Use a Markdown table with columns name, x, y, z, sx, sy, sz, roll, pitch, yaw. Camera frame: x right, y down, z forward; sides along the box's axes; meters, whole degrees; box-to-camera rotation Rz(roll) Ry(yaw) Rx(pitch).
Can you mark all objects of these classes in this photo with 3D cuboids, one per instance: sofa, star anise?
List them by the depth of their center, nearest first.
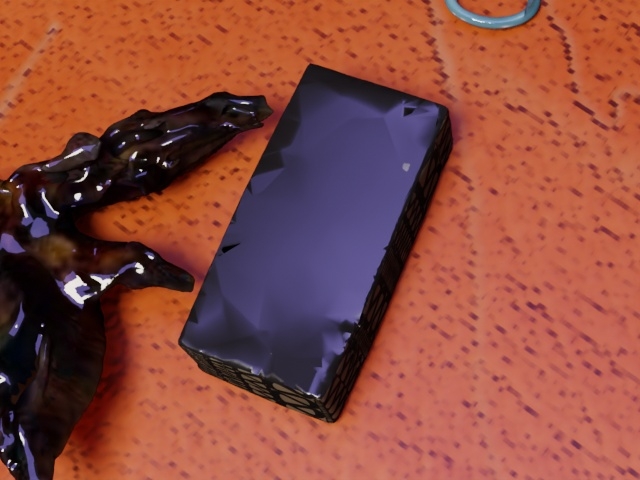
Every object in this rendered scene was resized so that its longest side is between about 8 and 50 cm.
| name | x | y | z | sx | sy | sz | roll | pitch | yaw |
| --- | --- | --- | --- | --- | --- | --- | --- | --- | --- |
| sofa | 0.000 | 0.000 | 0.489 | 0.060 | 0.039 | 0.118 | 20 | 75 | 13 |
| star anise | -0.123 | 0.021 | 0.493 | 0.212 | 0.053 | 0.157 | -1 | 70 | 6 |

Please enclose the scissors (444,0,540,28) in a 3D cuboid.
| name | x | y | z | sx | sy | sz | roll | pitch | yaw |
| --- | --- | --- | --- | --- | --- | --- | --- | --- | --- |
| scissors | 0.030 | -0.115 | 0.535 | 0.119 | 0.014 | 0.058 | 8 | 72 | 8 |
